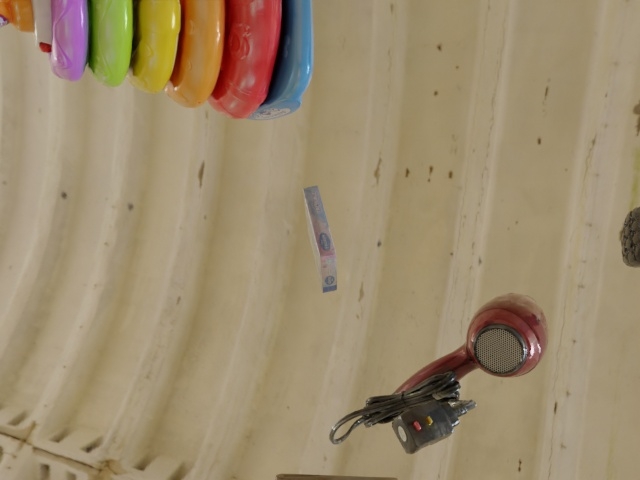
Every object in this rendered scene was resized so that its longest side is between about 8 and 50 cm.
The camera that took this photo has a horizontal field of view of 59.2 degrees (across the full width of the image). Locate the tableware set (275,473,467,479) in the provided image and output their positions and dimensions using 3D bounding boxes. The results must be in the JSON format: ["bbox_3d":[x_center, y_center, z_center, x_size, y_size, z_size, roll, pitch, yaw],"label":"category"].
[{"bbox_3d":[0.071,0.169,0.300,0.194,0.128,0.039,5,-94,-7],"label":"tableware set"}]

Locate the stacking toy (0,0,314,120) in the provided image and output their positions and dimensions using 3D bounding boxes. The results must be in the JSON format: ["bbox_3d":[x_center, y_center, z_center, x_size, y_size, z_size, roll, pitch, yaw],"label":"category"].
[{"bbox_3d":[-0.163,-0.181,0.440,0.301,0.166,0.175,-5,-174,-28],"label":"stacking toy"}]

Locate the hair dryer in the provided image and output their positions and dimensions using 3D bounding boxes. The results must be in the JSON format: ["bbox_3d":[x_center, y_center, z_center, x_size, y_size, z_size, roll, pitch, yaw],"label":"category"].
[{"bbox_3d":[0.147,0.127,0.625,0.293,0.223,0.080,-25,-95,-24],"label":"hair dryer"}]

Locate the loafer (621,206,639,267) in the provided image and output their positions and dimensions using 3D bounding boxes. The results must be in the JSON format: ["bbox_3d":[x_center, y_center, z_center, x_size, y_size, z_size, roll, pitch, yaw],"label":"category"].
[{"bbox_3d":[0.405,-0.016,0.637,0.078,0.223,0.076,2,-107,10],"label":"loafer"}]

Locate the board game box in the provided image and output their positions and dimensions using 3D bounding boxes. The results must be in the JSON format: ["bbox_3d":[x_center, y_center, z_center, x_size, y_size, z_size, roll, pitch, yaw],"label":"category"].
[{"bbox_3d":[0.000,0.000,0.640,0.020,0.090,0.090,-12,-119,-4],"label":"board game box"}]
